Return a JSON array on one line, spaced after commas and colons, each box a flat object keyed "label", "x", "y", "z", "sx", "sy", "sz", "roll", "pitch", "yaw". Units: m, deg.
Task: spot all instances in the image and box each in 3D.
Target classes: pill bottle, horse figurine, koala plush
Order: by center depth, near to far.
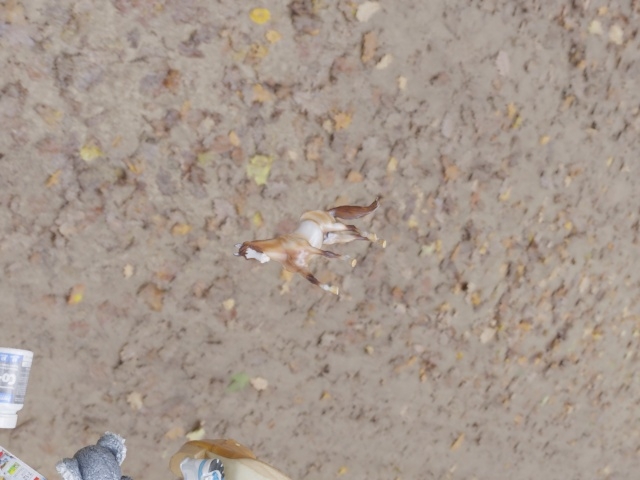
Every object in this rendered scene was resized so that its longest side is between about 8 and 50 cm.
[{"label": "horse figurine", "x": 0.000, "y": 0.000, "z": 1.244, "sx": 0.263, "sy": 0.175, "sz": 0.066, "roll": -43, "pitch": 143, "yaw": -47}, {"label": "pill bottle", "x": -0.565, "y": 0.261, "z": 1.335, "sx": 0.078, "sy": 0.078, "sz": 0.137, "roll": 19, "pitch": 72, "yaw": -46}, {"label": "koala plush", "x": -0.477, "y": 0.548, "z": 1.649, "sx": 0.196, "sy": 0.203, "sz": 0.221, "roll": -19, "pitch": 86, "yaw": -52}]

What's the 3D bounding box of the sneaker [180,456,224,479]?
[{"label": "sneaker", "x": -0.217, "y": 0.468, "z": 1.356, "sx": 0.071, "sy": 0.083, "sz": 0.190, "roll": -40, "pitch": 133, "yaw": -59}]

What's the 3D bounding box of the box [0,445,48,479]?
[{"label": "box", "x": -0.550, "y": 0.446, "z": 1.216, "sx": 0.036, "sy": 0.114, "sz": 0.207, "roll": -54, "pitch": -178, "yaw": 36}]

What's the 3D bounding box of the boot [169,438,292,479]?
[{"label": "boot", "x": -0.155, "y": 0.477, "z": 1.559, "sx": 0.211, "sy": 0.295, "sz": 0.104, "roll": 27, "pitch": 79, "yaw": -79}]
